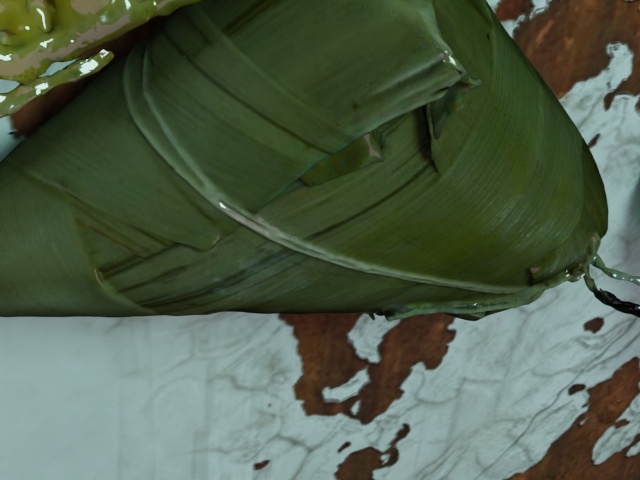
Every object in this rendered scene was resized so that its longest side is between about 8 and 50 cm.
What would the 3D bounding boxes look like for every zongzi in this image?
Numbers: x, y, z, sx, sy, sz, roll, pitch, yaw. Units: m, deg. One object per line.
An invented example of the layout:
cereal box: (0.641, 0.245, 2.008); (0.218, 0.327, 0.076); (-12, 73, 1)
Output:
zongzi: (0.000, 0.000, 0.882); (0.418, 0.181, 0.447); (-31, 145, 18)

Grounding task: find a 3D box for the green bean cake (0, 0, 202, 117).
green bean cake: (-0.127, -0.182, 0.568); (0.230, 0.131, 0.224); (-27, 110, -19)
